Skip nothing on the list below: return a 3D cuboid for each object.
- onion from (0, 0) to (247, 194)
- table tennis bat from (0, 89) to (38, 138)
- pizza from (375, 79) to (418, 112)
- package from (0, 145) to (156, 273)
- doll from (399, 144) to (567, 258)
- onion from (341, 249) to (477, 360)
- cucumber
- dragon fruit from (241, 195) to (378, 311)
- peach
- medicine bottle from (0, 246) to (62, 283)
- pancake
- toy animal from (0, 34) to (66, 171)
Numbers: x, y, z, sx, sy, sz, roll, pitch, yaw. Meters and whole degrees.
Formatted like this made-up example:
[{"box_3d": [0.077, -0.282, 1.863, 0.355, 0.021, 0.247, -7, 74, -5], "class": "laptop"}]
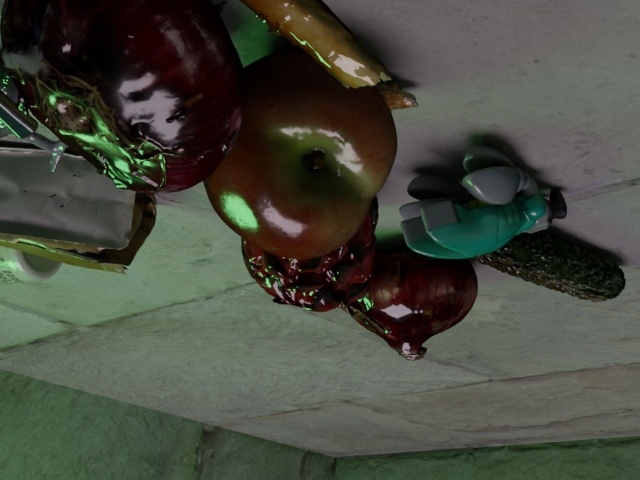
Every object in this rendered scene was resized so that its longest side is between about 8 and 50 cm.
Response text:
[{"box_3d": [-0.205, -0.197, 1.181, 0.314, 0.232, 0.314, 29, 145, 23], "class": "onion"}, {"box_3d": [-0.450, -0.218, 1.338, 0.154, 0.021, 0.274, -18, 136, 27], "class": "table tennis bat"}, {"box_3d": [0.088, -0.186, 1.395, 0.078, 0.025, 0.083, 10, 162, 4], "class": "pizza"}, {"box_3d": [-0.442, -0.037, 1.775, 0.311, 0.165, 0.221, 7, 160, 2], "class": "package"}, {"box_3d": [0.221, -0.049, 1.589, 0.195, 0.153, 0.258, -28, 161, 29], "class": "doll"}, {"box_3d": [0.143, 0.115, 1.947, 0.272, 0.195, 0.272, 3, 169, 1], "class": "onion"}, {"box_3d": [0.374, 0.031, 1.799, 0.359, 0.096, 0.096, 19, 157, -36], "class": "cucumber"}, {"box_3d": [0.000, 0.000, 1.667, 0.234, 0.233, 0.293, -4, 175, 28], "class": "dragon fruit"}, {"box_3d": [-0.033, -0.108, 1.334, 0.252, 0.252, 0.252, 6, 160, 2], "class": "peach"}, {"box_3d": [-0.598, 0.010, 1.987, 0.252, 0.144, 0.144, -2, 158, 26], "class": "medicine bottle"}, {"box_3d": [-0.046, -0.230, 1.141, 0.266, 0.057, 0.244, 42, 177, -2], "class": "pancake"}, {"box_3d": [-0.417, -0.182, 1.480, 0.206, 0.081, 0.367, 38, 148, -27], "class": "toy animal"}]
